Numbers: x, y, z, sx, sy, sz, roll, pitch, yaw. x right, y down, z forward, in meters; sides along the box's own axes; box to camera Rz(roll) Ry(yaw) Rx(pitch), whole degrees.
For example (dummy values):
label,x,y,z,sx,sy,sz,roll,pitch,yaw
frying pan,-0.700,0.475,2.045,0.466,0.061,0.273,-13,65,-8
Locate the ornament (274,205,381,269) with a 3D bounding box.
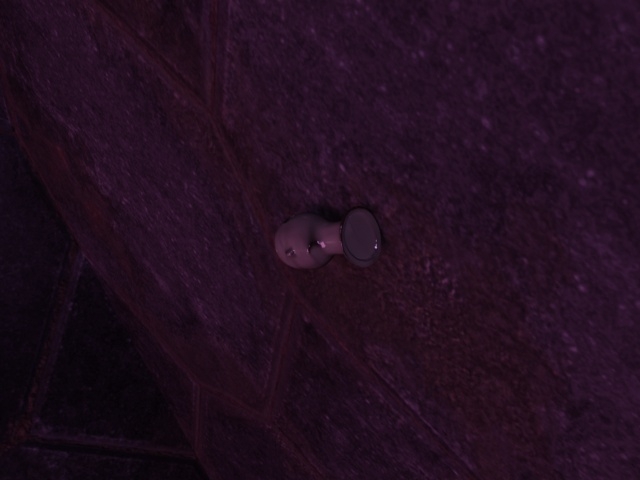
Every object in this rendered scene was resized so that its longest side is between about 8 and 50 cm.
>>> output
label,x,y,z,sx,sy,sz,roll,pitch,yaw
ornament,0.000,0.000,0.991,0.156,0.081,0.074,-2,114,54
